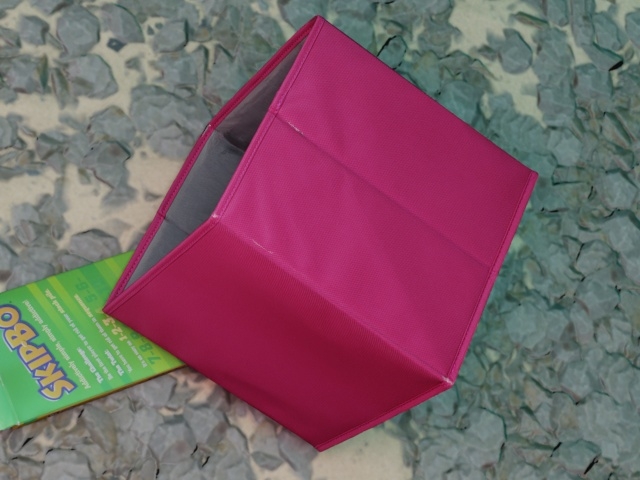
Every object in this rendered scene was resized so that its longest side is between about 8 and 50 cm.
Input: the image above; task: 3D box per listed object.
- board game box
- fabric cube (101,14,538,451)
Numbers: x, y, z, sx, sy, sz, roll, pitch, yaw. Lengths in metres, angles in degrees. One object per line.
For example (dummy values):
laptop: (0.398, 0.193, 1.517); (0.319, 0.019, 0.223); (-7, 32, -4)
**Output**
board game box: (-0.213, 0.085, 1.531); (0.259, 0.039, 0.124); (-18, 79, -28)
fabric cube: (0.000, 0.000, 1.494); (0.258, 0.254, 0.259); (34, 56, -13)
